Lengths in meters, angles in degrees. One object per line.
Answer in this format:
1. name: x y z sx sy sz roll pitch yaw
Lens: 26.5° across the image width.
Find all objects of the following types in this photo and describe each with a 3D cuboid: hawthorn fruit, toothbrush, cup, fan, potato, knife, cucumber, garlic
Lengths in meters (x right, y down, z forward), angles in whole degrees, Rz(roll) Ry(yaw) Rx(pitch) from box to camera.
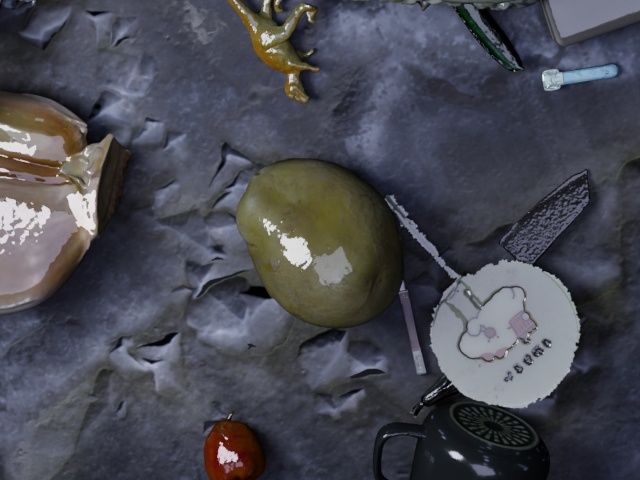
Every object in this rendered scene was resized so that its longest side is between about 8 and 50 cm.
1. hawthorn fruit: -0.116 0.275 1.789 0.081 0.081 0.093 -19 72 7
2. toothbrush: 0.111 0.082 1.761 0.014 0.017 0.194 -13 102 4
3. cup: 0.168 0.302 1.731 0.223 0.169 0.176 13 111 -8
4. fan: 0.190 0.067 1.732 0.191 0.009 0.329 -43 89 7
5. potato: 0.000 0.000 1.681 0.235 0.160 0.178 40 63 8
6. knife: 0.268 0.001 1.736 0.060 0.028 0.230 40 100 7
7. cucumber: 0.187 0.178 1.768 0.163 0.043 0.039 -36 102 12
8. cucumber: 0.188 -0.279 1.669 0.036 0.033 0.184 -37 99 -9
9. garlic: -0.405 -0.046 1.690 0.325 0.132 0.279 3 85 2
10. knife: 0.323 -0.205 1.692 0.096 0.010 0.027 -8 101 2

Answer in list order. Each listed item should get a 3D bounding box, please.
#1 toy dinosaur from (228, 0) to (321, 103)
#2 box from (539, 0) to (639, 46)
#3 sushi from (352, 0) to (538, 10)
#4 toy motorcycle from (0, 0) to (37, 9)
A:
1. toy dinosaur: -0.073 -0.249 1.686 0.162 0.039 0.126 16 104 0
2. box: 0.386 -0.319 1.641 0.244 0.055 0.103 -19 101 6
3. sushi: 0.130 -0.366 1.557 0.344 0.196 0.181 3 89 8
4. toy motorcycle: -0.414 -0.254 1.558 0.134 0.207 0.401 26 106 -28
